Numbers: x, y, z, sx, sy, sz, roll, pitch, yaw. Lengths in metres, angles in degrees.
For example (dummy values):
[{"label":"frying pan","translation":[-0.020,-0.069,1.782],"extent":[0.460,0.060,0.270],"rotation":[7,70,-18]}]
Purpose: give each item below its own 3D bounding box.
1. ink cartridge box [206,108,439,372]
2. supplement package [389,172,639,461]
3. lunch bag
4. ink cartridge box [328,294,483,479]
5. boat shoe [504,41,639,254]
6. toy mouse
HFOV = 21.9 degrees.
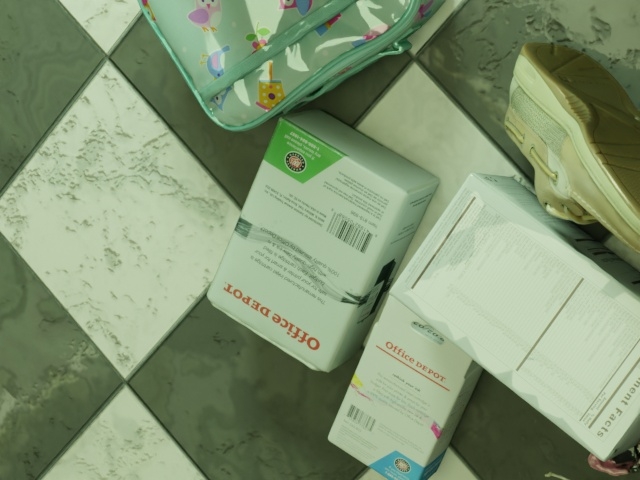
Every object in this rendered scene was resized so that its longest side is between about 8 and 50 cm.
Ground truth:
[{"label":"ink cartridge box","translation":[0.000,0.000,1.616],"extent":[0.153,0.087,0.208],"rotation":[32,113,17]},{"label":"supplement package","translation":[0.210,0.065,1.480],"extent":[0.244,0.134,0.139],"rotation":[39,104,18]},{"label":"lunch bag","translation":[-0.026,-0.243,1.570],"extent":[0.279,0.108,0.224],"rotation":[-32,85,28]},{"label":"ink cartridge box","translation":[0.090,0.140,1.605],"extent":[0.104,0.061,0.181],"rotation":[31,118,18]},{"label":"boat shoe","translation":[0.235,-0.061,1.409],"extent":[0.302,0.109,0.098],"rotation":[-117,40,-52]},{"label":"toy mouse","translation":[0.282,0.231,1.549],"extent":[0.143,0.031,0.161],"rotation":[7,103,26]}]
